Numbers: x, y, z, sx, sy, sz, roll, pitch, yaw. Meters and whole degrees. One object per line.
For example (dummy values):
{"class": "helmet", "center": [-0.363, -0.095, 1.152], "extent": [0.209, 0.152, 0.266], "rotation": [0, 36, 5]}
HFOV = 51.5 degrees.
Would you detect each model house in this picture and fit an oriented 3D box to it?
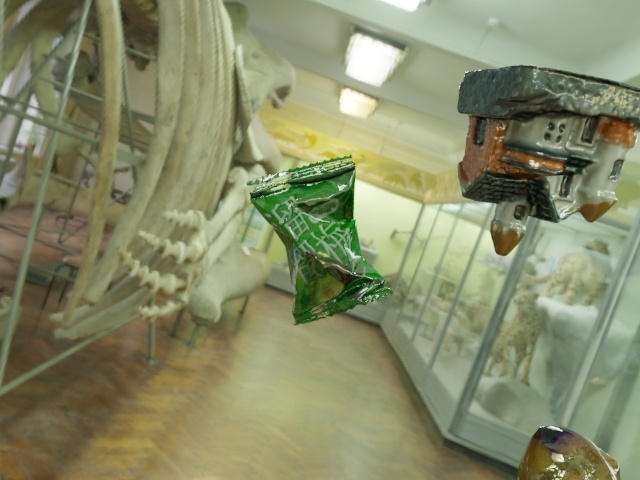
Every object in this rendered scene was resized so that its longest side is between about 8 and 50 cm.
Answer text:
{"class": "model house", "center": [0.351, -0.109, 1.057], "extent": [0.271, 0.300, 0.190], "rotation": [7, 12, -22]}

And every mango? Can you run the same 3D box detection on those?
{"class": "mango", "center": [0.455, 0.470, 1.177], "extent": [0.287, 0.201, 0.152], "rotation": [65, -4, -12]}

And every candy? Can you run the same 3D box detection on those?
{"class": "candy", "center": [-0.003, 0.000, 0.859], "extent": [0.141, 0.203, 0.078], "rotation": [-22, 13, -28]}
